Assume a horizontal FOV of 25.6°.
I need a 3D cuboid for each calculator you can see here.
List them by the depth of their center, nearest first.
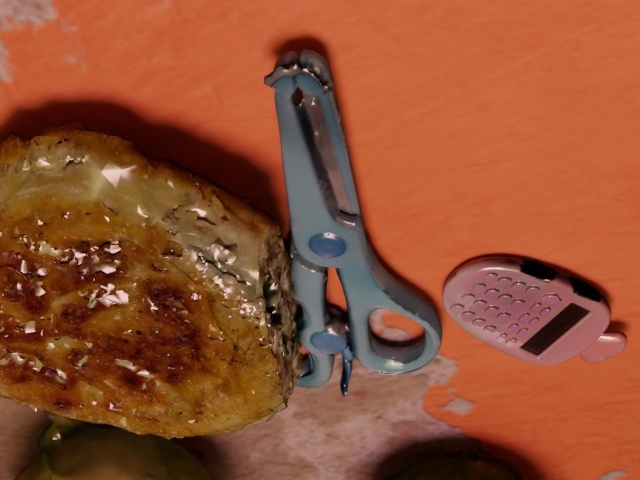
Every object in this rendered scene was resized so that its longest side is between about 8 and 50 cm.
[{"bbox_3d":[0.178,0.061,1.165,0.166,0.024,0.103,24,134,-19],"label":"calculator"}]

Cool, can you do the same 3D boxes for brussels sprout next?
[{"bbox_3d":[-0.201,0.298,1.296,0.227,0.294,0.259,-2,123,-35],"label":"brussels sprout"}]

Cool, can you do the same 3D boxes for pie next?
[{"bbox_3d":[-0.162,0.053,1.111,0.288,0.103,0.354,7,139,9],"label":"pie"}]

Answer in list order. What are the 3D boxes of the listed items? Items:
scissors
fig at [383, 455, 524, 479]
[{"bbox_3d":[0.000,0.000,1.101,0.180,0.032,0.393,-2,139,7],"label":"scissors"},{"bbox_3d":[0.143,0.293,1.337,0.195,0.195,0.245,-36,161,36],"label":"fig"}]
